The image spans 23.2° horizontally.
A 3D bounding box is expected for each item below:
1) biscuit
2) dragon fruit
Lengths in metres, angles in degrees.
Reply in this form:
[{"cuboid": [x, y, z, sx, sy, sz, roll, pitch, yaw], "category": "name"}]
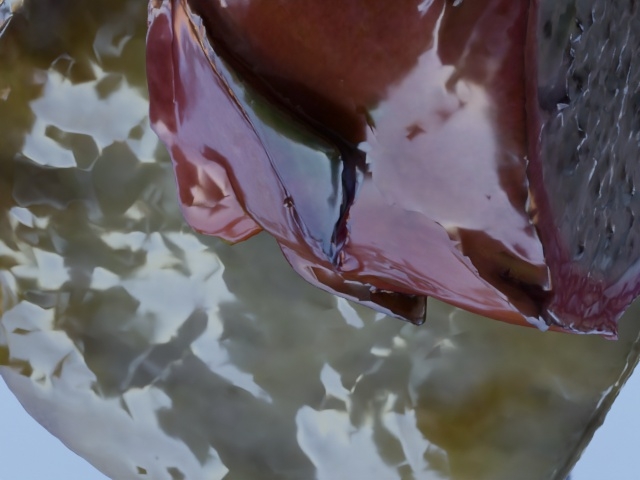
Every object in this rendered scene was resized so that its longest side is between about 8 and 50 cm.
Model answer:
[{"cuboid": [0.000, -0.001, 0.903, 0.446, 0.429, 0.104, 19, -155, 4], "category": "biscuit"}, {"cuboid": [0.053, -0.100, 0.612, 0.189, 0.291, 0.291, 11, -133, 32], "category": "dragon fruit"}]
